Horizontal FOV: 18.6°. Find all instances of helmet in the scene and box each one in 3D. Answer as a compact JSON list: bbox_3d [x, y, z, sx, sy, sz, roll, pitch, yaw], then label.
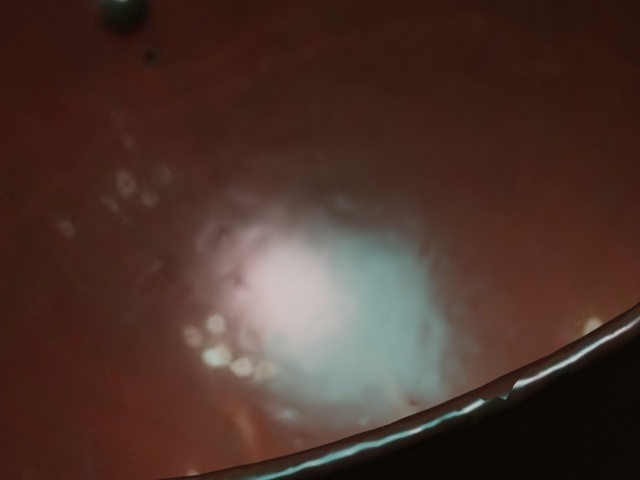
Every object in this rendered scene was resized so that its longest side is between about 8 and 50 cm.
[{"bbox_3d":[0.000,0.000,0.551,0.337,0.230,0.385,-32,38,-13],"label":"helmet"}]
